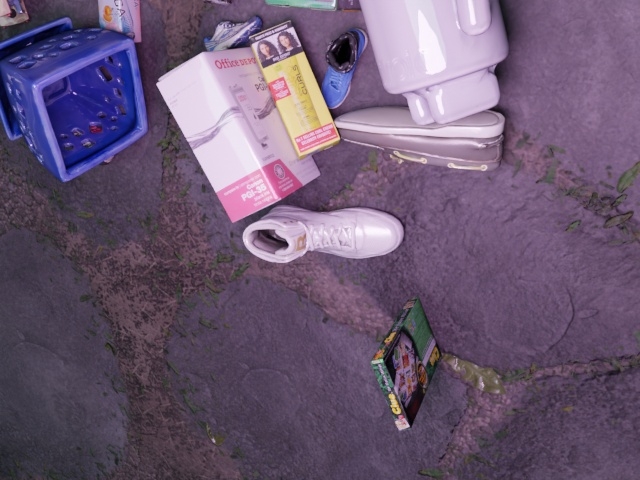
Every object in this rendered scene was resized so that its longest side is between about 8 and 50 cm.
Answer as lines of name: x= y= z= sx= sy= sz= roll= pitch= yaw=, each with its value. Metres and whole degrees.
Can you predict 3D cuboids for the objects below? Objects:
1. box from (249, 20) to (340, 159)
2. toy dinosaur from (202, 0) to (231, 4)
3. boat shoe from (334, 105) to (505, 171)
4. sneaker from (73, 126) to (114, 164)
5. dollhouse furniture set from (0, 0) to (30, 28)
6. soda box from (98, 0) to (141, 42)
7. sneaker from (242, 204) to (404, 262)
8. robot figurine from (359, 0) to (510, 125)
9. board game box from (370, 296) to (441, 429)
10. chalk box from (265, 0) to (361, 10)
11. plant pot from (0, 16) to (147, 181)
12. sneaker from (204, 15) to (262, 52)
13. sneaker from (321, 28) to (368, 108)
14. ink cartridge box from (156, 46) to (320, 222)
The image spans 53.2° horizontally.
box: x=-0.047 y=-0.271 z=1.163 sx=0.087 sy=0.058 sz=0.232 roll=-22 pitch=91 yaw=-2
toy dinosaur: x=-0.239 y=-0.538 z=1.140 sx=0.321 sy=0.164 sz=0.218 roll=4 pitch=129 yaw=0
boat shoe: x=0.165 y=-0.176 z=1.109 sx=0.305 sy=0.109 sz=0.091 roll=9 pitch=126 yaw=27
sneaker: x=-0.526 y=-0.223 z=1.421 sx=0.170 sy=0.063 sz=0.075 roll=29 pitch=112 yaw=6
dollhouse furniture set: x=-0.621 y=-0.537 z=1.336 sx=0.183 sy=0.129 sz=0.129 roll=-16 pitch=104 yaw=-3
soda box: x=-0.401 y=-0.489 z=1.269 sx=0.058 sy=0.063 sz=0.183 roll=12 pitch=113 yaw=22
sneaker: x=0.000 y=0.000 z=1.214 sx=0.292 sy=0.169 sz=0.108 roll=4 pitch=108 yaw=21
robot figurine: x=0.165 y=-0.358 z=0.968 sx=0.199 sy=0.300 sz=0.354 roll=-22 pitch=103 yaw=-16
board game box: x=0.163 y=0.216 z=1.167 sx=0.030 sy=0.259 sz=0.136 roll=-20 pitch=99 yaw=27
chalk box: x=-0.007 y=-0.441 z=1.024 sx=0.132 sy=0.213 sz=0.132 roll=14 pitch=113 yaw=22
plant pot: x=-0.512 y=-0.295 z=1.270 sx=0.212 sy=0.236 sz=0.236 roll=29 pitch=140 yaw=21
sneaker: x=-0.172 y=-0.394 z=1.212 sx=0.135 sy=0.052 sz=0.058 roll=-25 pitch=93 yaw=29
sneaker: x=0.030 y=-0.302 z=1.136 sx=0.058 sy=0.084 sz=0.152 roll=34 pitch=119 yaw=9
ink cartridge box: x=-0.143 y=-0.202 z=1.178 sx=0.117 sy=0.207 sz=0.283 roll=-24 pitch=98 yaw=28
